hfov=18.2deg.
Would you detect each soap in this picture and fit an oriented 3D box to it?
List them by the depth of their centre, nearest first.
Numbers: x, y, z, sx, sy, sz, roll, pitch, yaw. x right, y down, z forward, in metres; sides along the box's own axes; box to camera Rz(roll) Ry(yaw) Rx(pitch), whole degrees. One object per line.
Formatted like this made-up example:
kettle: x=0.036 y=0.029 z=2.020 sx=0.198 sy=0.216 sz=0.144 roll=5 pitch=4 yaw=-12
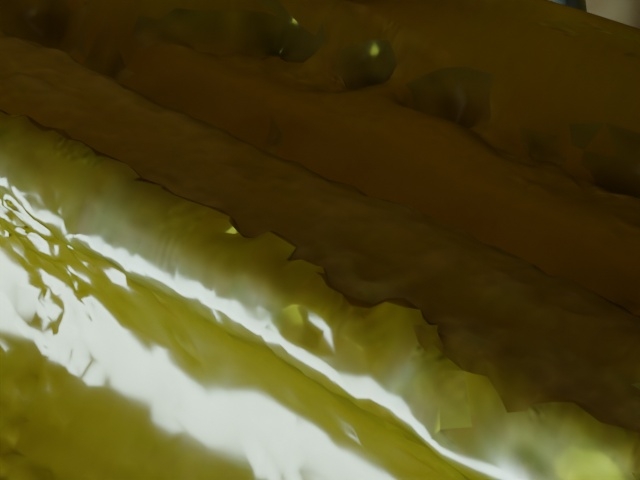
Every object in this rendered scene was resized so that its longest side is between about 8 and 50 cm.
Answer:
soap: x=0.000 y=0.000 z=0.555 sx=0.338 sy=0.304 sz=0.169 roll=27 pitch=110 yaw=29

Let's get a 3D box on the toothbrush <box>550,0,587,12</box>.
toothbrush: x=0.095 y=0.013 z=0.641 sx=0.040 sy=0.042 sz=0.418 roll=-8 pitch=116 yaw=-2
